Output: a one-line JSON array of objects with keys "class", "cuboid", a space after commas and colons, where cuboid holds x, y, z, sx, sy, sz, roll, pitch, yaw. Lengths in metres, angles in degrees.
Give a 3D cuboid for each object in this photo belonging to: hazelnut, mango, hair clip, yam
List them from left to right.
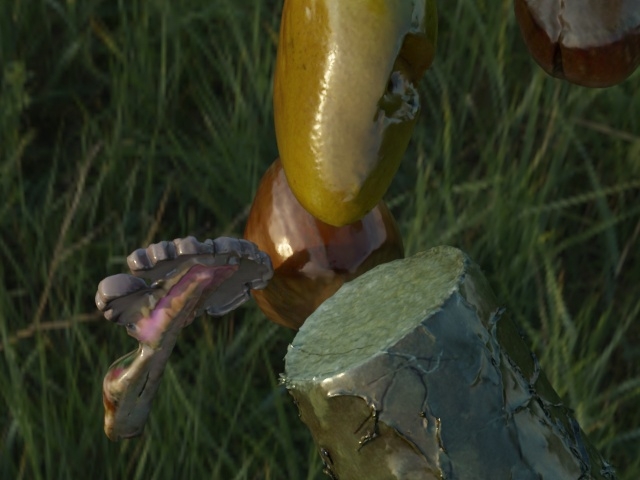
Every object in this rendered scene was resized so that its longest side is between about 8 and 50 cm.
[{"class": "hair clip", "cuboid": [-0.164, 0.089, 1.704, 0.173, 0.300, 0.069, 0, 47, -37]}, {"class": "hazelnut", "cuboid": [0.000, 0.000, 1.816, 0.176, 0.214, 0.214, -10, 55, -15]}, {"class": "mango", "cuboid": [0.028, -0.145, 1.458, 0.130, 0.262, 0.167, 7, 7, -25]}, {"class": "yam", "cuboid": [0.131, 0.192, 1.457, 0.241, 0.241, 0.348, -39, 102, -29]}, {"class": "hazelnut", "cuboid": [0.250, -0.219, 1.556, 0.143, 0.143, 0.154, -28, 75, -24]}]
